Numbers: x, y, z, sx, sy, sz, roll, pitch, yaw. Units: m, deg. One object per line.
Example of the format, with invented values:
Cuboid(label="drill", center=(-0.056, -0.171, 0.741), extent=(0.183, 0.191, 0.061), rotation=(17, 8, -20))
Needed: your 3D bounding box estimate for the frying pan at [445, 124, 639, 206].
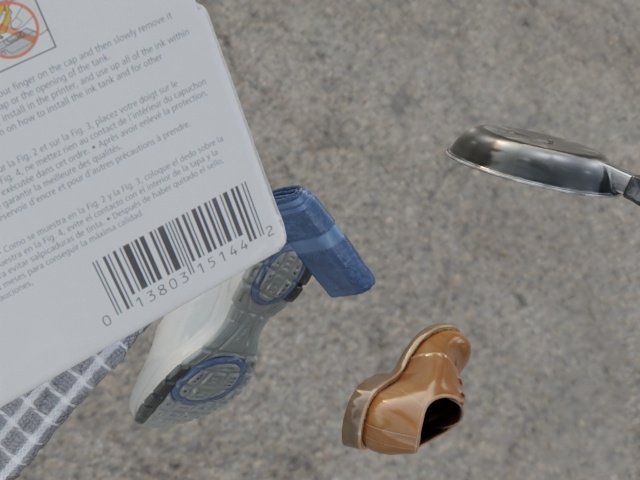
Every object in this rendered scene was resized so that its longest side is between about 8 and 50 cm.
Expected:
Cuboid(label="frying pan", center=(0.272, -0.066, 1.042), extent=(0.197, 0.326, 0.053), rotation=(1, 108, -36))

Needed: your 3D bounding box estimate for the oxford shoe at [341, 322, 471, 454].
Cuboid(label="oxford shoe", center=(0.097, 0.134, 0.865), extent=(0.212, 0.076, 0.076), rotation=(-33, 131, -57))

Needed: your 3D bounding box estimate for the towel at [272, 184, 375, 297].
Cuboid(label="towel", center=(0.000, 0.000, 0.918), extent=(0.029, 0.067, 0.119), rotation=(-48, 113, -29))

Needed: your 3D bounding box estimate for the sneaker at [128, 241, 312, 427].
Cuboid(label="sneaker", center=(-0.120, 0.079, 1.096), extent=(0.111, 0.297, 0.129), rotation=(24, 15, -48))

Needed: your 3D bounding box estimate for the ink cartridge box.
Cuboid(label="ink cartridge box", center=(-0.183, -0.040, 0.416), extent=(0.296, 0.066, 0.261), rotation=(-29, 125, -18))

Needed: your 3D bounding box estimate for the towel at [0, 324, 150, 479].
Cuboid(label="towel", center=(-0.288, 0.082, 0.677), extent=(0.235, 0.121, 0.284), rotation=(40, 93, -14))
